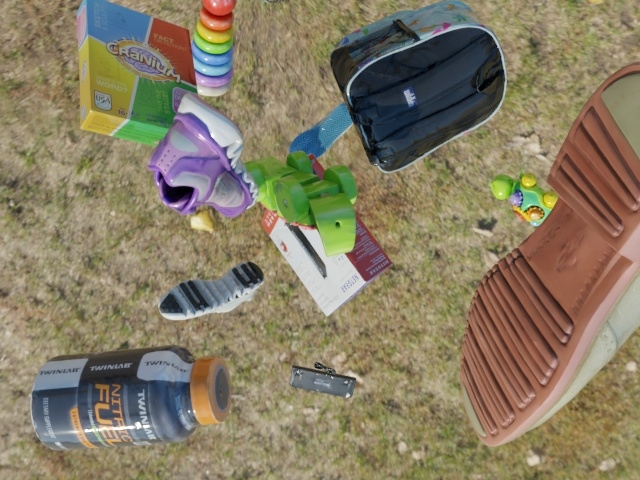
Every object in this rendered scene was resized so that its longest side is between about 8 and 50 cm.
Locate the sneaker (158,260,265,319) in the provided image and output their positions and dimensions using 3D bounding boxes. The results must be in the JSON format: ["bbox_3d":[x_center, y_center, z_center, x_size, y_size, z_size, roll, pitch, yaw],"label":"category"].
[{"bbox_3d":[-0.284,0.154,1.751,0.292,0.110,0.118,-17,149,-31],"label":"sneaker"}]

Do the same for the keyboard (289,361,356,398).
[{"bbox_3d":[0.007,0.378,1.841,0.180,0.023,0.108,11,126,2],"label":"keyboard"}]

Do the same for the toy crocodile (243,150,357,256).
[{"bbox_3d":[-0.041,-0.072,1.075,0.115,0.340,0.105,-19,116,-25],"label":"toy crocodile"}]

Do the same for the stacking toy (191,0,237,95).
[{"bbox_3d":[-0.279,-0.546,1.777,0.141,0.141,0.330,12,144,-11],"label":"stacking toy"}]

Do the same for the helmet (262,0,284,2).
[{"bbox_3d":[-0.129,-0.694,1.721,0.169,0.161,0.170,0,107,-1],"label":"helmet"}]

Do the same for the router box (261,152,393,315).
[{"bbox_3d":[0.000,0.000,1.559,0.082,0.335,0.301,-33,81,-22],"label":"router box"}]

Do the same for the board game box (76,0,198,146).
[{"bbox_3d":[-0.382,-0.349,1.406,0.242,0.317,0.064,9,146,-36],"label":"board game box"}]

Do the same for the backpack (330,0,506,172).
[{"bbox_3d":[0.161,-0.259,1.074,0.253,0.191,0.225,-23,134,7],"label":"backpack"}]

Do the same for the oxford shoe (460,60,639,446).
[{"bbox_3d":[0.243,0.047,0.573,0.146,0.141,0.397,2,133,-20],"label":"oxford shoe"}]

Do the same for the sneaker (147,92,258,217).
[{"bbox_3d":[-0.142,-0.073,0.782,0.095,0.236,0.105,34,77,12],"label":"sneaker"}]

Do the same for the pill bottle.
[{"bbox_3d":[-0.248,0.210,0.902,0.245,0.130,0.131,-7,115,11],"label":"pill bottle"}]

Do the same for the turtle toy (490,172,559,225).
[{"bbox_3d":[0.357,-0.074,1.159,0.066,0.095,0.130,-46,67,5],"label":"turtle toy"}]

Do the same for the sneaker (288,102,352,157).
[{"bbox_3d":[0.011,-0.302,1.905,0.228,0.092,0.087,-35,93,10],"label":"sneaker"}]
